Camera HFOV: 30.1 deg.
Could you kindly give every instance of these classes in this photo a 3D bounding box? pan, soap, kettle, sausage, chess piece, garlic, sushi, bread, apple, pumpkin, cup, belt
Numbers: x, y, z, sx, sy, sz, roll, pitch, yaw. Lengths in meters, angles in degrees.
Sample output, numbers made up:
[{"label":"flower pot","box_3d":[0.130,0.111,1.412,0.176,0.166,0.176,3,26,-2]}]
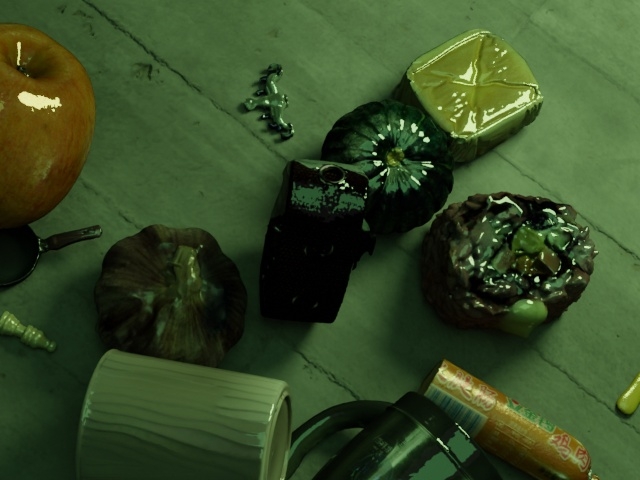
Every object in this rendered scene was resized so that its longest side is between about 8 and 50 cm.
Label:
[{"label":"pan","box_3d":[-0.440,0.008,1.835,0.212,0.040,0.114,-12,74,-7]},{"label":"soap","box_3d":[0.517,0.248,1.950,0.034,0.012,0.089,43,70,5]},{"label":"kettle","box_3d":[0.056,0.382,1.732,0.324,0.228,0.321,-40,57,-15]},{"label":"sausage","box_3d":[0.299,0.298,1.851,0.312,0.093,0.093,31,69,1]},{"label":"chess piece","box_3d":[-0.441,0.143,1.797,0.092,0.035,0.035,28,69,-4]},{"label":"garlic","box_3d":[-0.221,0.088,1.788,0.245,0.160,0.244,3,77,-15]},{"label":"sushi","box_3d":[0.304,0.040,1.896,0.270,0.171,0.236,2,72,-15]},{"label":"bread","box_3d":[0.251,-0.244,2.014,0.210,0.110,0.192,-33,74,-19]},{"label":"apple","box_3d":[-0.478,-0.173,1.749,0.299,0.299,0.275,36,109,3]},{"label":"pumpkin","box_3d":[0.106,-0.117,1.915,0.221,0.162,0.220,1,81,-5]},{"label":"cup","box_3d":[-0.193,0.310,1.667,0.273,0.208,0.288,6,83,8]},{"label":"belt","box_3d":[0.000,0.000,1.794,0.164,0.289,0.184,9,47,-8]}]

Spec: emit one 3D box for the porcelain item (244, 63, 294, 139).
[{"label":"porcelain item","box_3d":[-0.091,-0.230,1.990,0.075,0.021,0.136,-6,73,-13]}]
